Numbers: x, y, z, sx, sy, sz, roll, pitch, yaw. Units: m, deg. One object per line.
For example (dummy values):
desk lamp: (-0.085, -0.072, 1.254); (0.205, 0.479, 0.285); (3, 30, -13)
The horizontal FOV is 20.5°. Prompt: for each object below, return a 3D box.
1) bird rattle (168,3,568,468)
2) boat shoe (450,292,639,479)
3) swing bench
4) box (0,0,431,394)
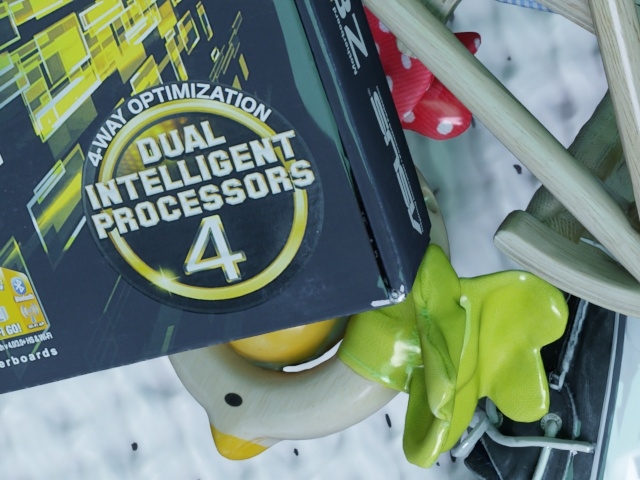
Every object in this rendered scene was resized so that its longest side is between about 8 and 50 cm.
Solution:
bird rattle: (0.000, 0.000, 0.878); (0.207, 0.143, 0.253); (-28, 77, 21)
boat shoe: (0.122, 0.112, 0.960); (0.105, 0.113, 0.306); (10, 95, 3)
swing bench: (0.166, -0.125, 0.837); (0.254, 0.165, 0.253); (57, 47, -19)
box: (-0.183, -0.086, 0.766); (0.395, 0.097, 0.318); (-13, 106, 17)
